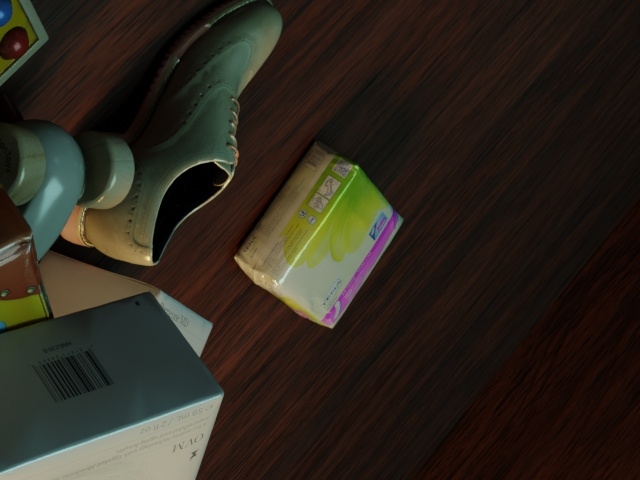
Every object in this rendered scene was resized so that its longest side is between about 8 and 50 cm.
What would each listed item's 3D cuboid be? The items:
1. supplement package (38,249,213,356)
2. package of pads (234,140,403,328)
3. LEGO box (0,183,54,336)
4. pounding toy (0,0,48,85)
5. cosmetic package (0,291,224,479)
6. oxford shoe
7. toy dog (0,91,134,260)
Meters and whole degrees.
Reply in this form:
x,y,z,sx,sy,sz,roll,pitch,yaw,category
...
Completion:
x,y,z,sx,sy,sz,roll,pitch,yaw,category
-0.286,0.189,1.836,0.293,0.175,0.177,-69,157,-9,supplement package
0.000,0.000,2.318,0.229,0.101,0.296,-55,156,-4,package of pads
-0.479,0.160,1.332,0.500,0.193,0.372,-29,147,-18,LEGO box
-0.334,-0.181,1.436,0.141,0.100,0.130,-49,155,-17,pounding toy
-0.231,0.193,1.324,0.224,0.138,0.225,-17,143,-34,cosmetic package
-0.142,-0.129,1.797,0.397,0.146,0.140,-56,157,-19,oxford shoe
-0.355,-0.022,1.581,0.333,0.161,0.220,-43,149,4,toy dog
